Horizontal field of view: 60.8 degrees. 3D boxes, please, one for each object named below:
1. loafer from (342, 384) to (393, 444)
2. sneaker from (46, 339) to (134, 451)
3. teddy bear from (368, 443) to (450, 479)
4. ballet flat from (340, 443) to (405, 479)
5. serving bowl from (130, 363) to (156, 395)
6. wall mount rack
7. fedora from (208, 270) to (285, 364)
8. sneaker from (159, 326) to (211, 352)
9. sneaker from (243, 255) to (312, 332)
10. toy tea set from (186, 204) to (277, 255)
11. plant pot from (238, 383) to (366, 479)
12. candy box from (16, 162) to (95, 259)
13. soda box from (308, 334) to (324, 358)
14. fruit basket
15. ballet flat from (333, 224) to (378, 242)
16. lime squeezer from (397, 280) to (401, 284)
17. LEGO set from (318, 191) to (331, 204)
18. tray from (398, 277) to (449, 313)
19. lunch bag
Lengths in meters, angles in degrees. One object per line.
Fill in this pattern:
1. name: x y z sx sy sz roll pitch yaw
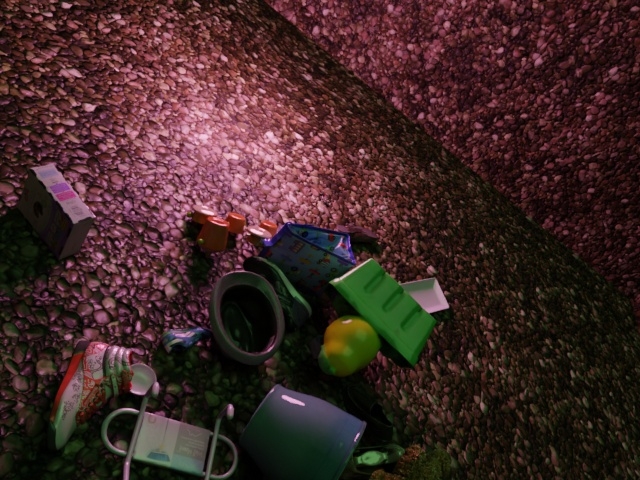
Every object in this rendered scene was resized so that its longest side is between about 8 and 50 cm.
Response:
1. loafer: 0.155 0.519 1.681 0.080 0.078 0.220 -3 36 -43
2. sneaker: -0.516 0.352 1.250 0.144 0.090 0.270 10 42 -11
3. teddy bear: 0.271 0.707 1.549 0.113 0.245 0.338 23 -5 45
4. ballet flat: 0.181 0.648 1.594 0.316 0.106 0.108 9 48 -36
5. serving bowl: -0.458 0.354 1.373 0.083 0.027 0.083 24 42 -24
6. wall mount rack: -0.334 0.504 1.260 0.350 0.130 0.304 24 43 -21
7. fedora: -0.233 0.240 1.600 0.243 0.124 0.276 -3 65 -40
8. sneaker: -0.368 0.277 1.508 0.144 0.053 0.059 -4 56 -33
9. sneaker: -0.157 0.173 1.753 0.283 0.107 0.124 44 44 2
10. toy tea set: -0.284 -0.009 1.834 0.336 0.124 0.200 13 17 -28
11. plant pot: -0.060 0.516 1.402 0.255 0.272 0.272 31 37 9
12. candy box: -0.706 -0.076 1.451 0.196 0.165 0.070 49 38 8
13. soda box: 0.054 0.348 1.801 0.183 0.063 0.058 5 51 -38
14. fruit basket: 0.133 0.287 1.727 0.391 0.283 0.392 1 77 -4
15. ballet flat: 0.143 -0.018 2.242 0.249 0.058 0.084 4 30 -46
16. lime squeezer: 0.228 0.198 2.120 0.310 0.059 0.110 5 19 -38
17. LEGO set: 0.018 -0.173 2.301 0.054 0.023 0.083 17 31 -32
18. tray: 0.419 0.237 2.245 0.270 0.030 0.145 -5 65 -44
19. lunch bag: -0.069 0.055 1.831 0.293 0.221 0.138 18 44 -33
